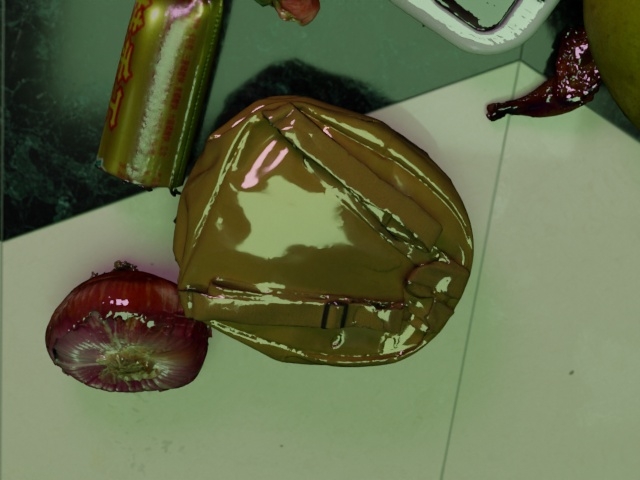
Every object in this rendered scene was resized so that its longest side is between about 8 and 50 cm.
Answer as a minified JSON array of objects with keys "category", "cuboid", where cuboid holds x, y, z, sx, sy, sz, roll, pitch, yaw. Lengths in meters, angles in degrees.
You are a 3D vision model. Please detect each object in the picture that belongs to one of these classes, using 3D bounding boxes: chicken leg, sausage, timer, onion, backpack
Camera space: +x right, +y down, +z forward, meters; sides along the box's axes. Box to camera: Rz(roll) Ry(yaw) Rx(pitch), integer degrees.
[{"category":"chicken leg","cuboid":[0.312,-0.207,1.274,0.205,0.053,0.093,-45,81,8]},{"category":"sausage","cuboid":[-0.191,-0.215,1.231,0.117,0.125,0.317,0,116,-39]},{"category":"timer","cuboid":[0.197,-0.369,1.193,0.237,0.087,0.262,32,108,-10]},{"category":"onion","cuboid":[-0.258,0.109,1.346,0.230,0.163,0.230,-4,141,-3]},{"category":"backpack","cuboid":[-0.001,0.004,1.272,0.378,0.201,0.353,30,106,-8]}]

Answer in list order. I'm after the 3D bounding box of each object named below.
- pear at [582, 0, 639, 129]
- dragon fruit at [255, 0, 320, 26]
[{"category":"pear","cuboid":[0.425,-0.269,1.118,0.253,0.253,0.307,-10,118,4]},{"category":"dragon fruit","cuboid":[-0.037,-0.378,1.133,0.224,0.224,0.227,29,116,-10]}]
